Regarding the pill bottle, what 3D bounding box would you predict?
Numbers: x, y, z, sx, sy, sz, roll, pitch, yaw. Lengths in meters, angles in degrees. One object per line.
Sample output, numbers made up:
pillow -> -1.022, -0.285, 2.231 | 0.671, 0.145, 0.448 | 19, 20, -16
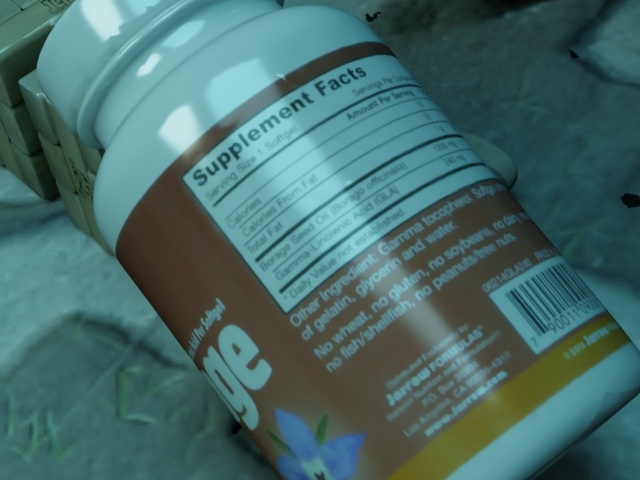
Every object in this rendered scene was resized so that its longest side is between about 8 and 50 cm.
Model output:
pill bottle -> 0.000, 0.000, 0.533 | 0.121, 0.121, 0.216 | -34, 76, -19

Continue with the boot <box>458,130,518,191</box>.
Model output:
boot -> 0.049, -0.007, 0.632 | 0.087, 0.042, 0.118 | -33, 60, -28

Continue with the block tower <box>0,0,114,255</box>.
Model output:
block tower -> -0.165, -0.119, 0.725 | 0.097, 0.091, 0.335 | -38, 54, -22
